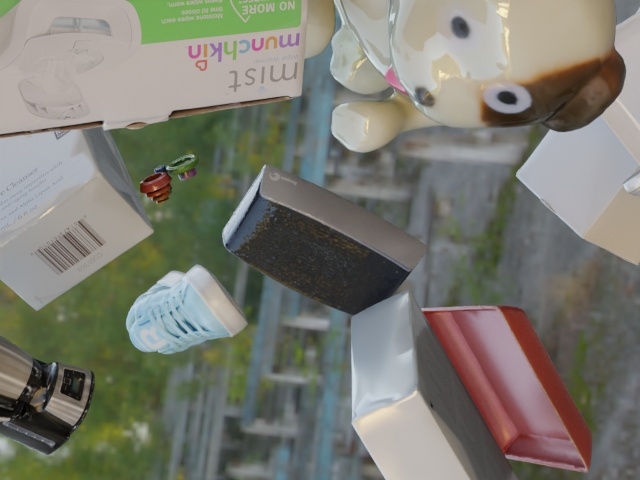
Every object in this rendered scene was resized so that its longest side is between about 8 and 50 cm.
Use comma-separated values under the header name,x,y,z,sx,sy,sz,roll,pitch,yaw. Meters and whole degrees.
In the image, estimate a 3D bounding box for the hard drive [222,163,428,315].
name,x,y,z,sx,sy,sz,roll,pitch,yaw
hard drive,0.001,0.011,2.070,0.172,0.255,0.054,-54,13,43

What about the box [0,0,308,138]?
name,x,y,z,sx,sy,sz,roll,pitch,yaw
box,-0.172,-0.189,1.135,0.231,0.262,0.126,-126,33,-52

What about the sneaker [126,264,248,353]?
name,x,y,z,sx,sy,sz,roll,pitch,yaw
sneaker,-0.229,0.135,2.437,0.150,0.135,0.366,-43,8,-16

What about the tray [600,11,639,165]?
name,x,y,z,sx,sy,sz,roll,pitch,yaw
tray,0.451,-0.173,1.968,0.145,0.270,0.030,-30,18,38

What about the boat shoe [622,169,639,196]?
name,x,y,z,sx,sy,sz,roll,pitch,yaw
boat shoe,0.444,-0.077,1.862,0.184,0.066,0.063,-20,-101,-50

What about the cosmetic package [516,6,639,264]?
name,x,y,z,sx,sy,sz,roll,pitch,yaw
cosmetic package,0.487,-0.173,2.225,0.365,0.155,0.197,-55,42,17

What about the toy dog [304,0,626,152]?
name,x,y,z,sx,sy,sz,roll,pitch,yaw
toy dog,0.147,-0.236,1.441,0.408,0.395,0.284,-110,0,-62

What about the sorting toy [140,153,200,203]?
name,x,y,z,sx,sy,sz,roll,pitch,yaw
sorting toy,-0.212,-0.084,2.134,0.061,0.102,0.042,14,131,58

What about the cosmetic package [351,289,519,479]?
name,x,y,z,sx,sy,sz,roll,pitch,yaw
cosmetic package,0.162,0.284,1.842,0.377,0.097,0.284,60,-170,-18

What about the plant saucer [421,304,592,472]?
name,x,y,z,sx,sy,sz,roll,pitch,yaw
plant saucer,0.266,0.192,2.076,0.259,0.048,0.258,61,161,-7

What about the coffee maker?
name,x,y,z,sx,sy,sz,roll,pitch,yaw
coffee maker,-0.401,0.189,1.907,0.171,0.178,0.120,-15,51,56

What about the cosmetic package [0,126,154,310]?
name,x,y,z,sx,sy,sz,roll,pitch,yaw
cosmetic package,-0.412,-0.113,2.166,0.156,0.217,0.385,52,-175,-47
